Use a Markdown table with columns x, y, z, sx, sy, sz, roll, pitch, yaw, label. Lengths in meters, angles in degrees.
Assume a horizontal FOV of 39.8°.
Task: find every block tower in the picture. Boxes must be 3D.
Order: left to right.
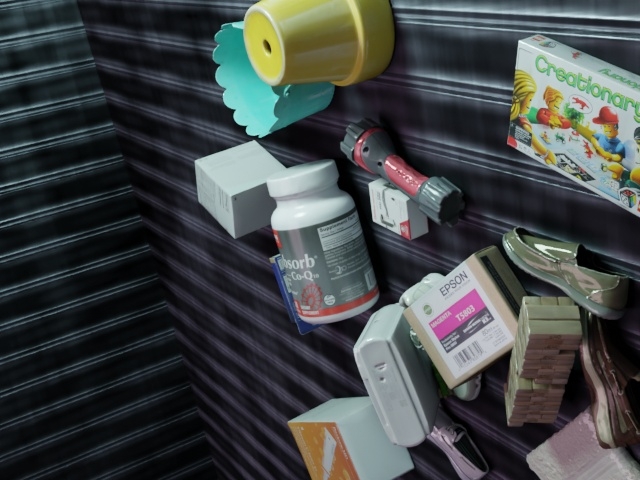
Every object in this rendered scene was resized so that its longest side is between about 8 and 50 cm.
| x | y | z | sx | sy | sz | roll | pitch | yaw | label |
| --- | --- | --- | --- | --- | --- | --- | --- | --- | --- |
| 0.399 | 0.223 | 1.604 | 0.335 | 0.097 | 0.091 | 87 | -174 | -52 | block tower |

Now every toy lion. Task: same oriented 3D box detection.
| x | y | z | sx | sy | sz | roll | pitch | yaw | label |
| --- | --- | --- | --- | --- | --- | --- | --- | --- | --- |
| 0.278 | 0.311 | 2.019 | 0.100 | 0.034 | 0.096 | 34 | -142 | -69 | toy lion |

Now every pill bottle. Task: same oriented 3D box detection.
| x | y | z | sx | sy | sz | roll | pitch | yaw | label |
| --- | --- | --- | --- | --- | --- | --- | --- | --- | --- |
| 0.000 | 0.000 | 2.135 | 0.210 | 0.210 | 0.363 | 7 | 116 | 60 | pill bottle |

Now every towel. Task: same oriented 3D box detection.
| x | y | z | sx | sy | sz | roll | pitch | yaw | label |
| --- | --- | --- | --- | --- | --- | --- | --- | --- | --- |
| 0.513 | 0.451 | 1.715 | 0.187 | 0.049 | 0.282 | 55 | 151 | 22 | towel |

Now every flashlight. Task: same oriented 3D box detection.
| x | y | z | sx | sy | sz | roll | pitch | yaw | label |
| --- | --- | --- | --- | --- | --- | --- | --- | --- | --- |
| 0.170 | -0.148 | 1.832 | 0.304 | 0.103 | 0.103 | 41 | 115 | 39 | flashlight |

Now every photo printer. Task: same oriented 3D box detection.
| x | y | z | sx | sy | sz | roll | pitch | yaw | label |
| --- | --- | --- | --- | --- | --- | --- | --- | --- | --- |
| 0.182 | 0.286 | 1.981 | 0.256 | 0.107 | 0.307 | 67 | -164 | -6 | photo printer |

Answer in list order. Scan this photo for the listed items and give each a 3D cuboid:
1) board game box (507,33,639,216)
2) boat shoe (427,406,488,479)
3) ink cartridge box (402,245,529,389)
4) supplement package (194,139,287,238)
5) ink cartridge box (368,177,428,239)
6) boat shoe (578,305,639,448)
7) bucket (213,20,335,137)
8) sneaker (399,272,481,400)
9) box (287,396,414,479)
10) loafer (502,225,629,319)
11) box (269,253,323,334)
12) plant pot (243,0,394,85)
| x | y | z | sx | sy | sz | roll | pitch | yaw | label |
| --- | --- | --- | --- | --- | --- | --- | --- | --- | --- |
| 0.424 | -0.182 | 1.378 | 0.305 | 0.053 | 0.193 | 39 | 142 | 44 | board game box |
| 0.315 | 0.460 | 2.074 | 0.226 | 0.083 | 0.076 | 50 | 139 | 8 | boat shoe |
| 0.302 | 0.156 | 1.754 | 0.234 | 0.088 | 0.193 | -46 | 70 | 40 | ink cartridge box |
| -0.209 | -0.143 | 2.427 | 0.203 | 0.194 | 0.149 | 43 | 146 | 40 | supplement package |
| 0.170 | -0.072 | 1.932 | 0.135 | 0.056 | 0.099 | 29 | 136 | 50 | ink cartridge box |
| 0.511 | 0.229 | 1.526 | 0.095 | 0.095 | 0.257 | -11 | 95 | 27 | boat shoe |
| -0.107 | -0.394 | 2.054 | 0.281 | 0.183 | 0.281 | 41 | 144 | 40 | bucket |
| 0.259 | 0.224 | 1.934 | 0.110 | 0.118 | 0.292 | -13 | 100 | 62 | sneaker |
| 0.078 | 0.571 | 2.483 | 0.345 | 0.168 | 0.215 | -26 | 87 | 63 | box |
| 0.429 | 0.037 | 1.523 | 0.251 | 0.094 | 0.087 | 36 | 116 | 32 | loafer |
| -0.041 | 0.128 | 2.391 | 0.036 | 0.136 | 0.225 | -4 | 107 | 61 | box |
| -0.017 | -0.424 | 1.802 | 0.254 | 0.239 | 0.254 | 44 | 146 | 40 | plant pot |
